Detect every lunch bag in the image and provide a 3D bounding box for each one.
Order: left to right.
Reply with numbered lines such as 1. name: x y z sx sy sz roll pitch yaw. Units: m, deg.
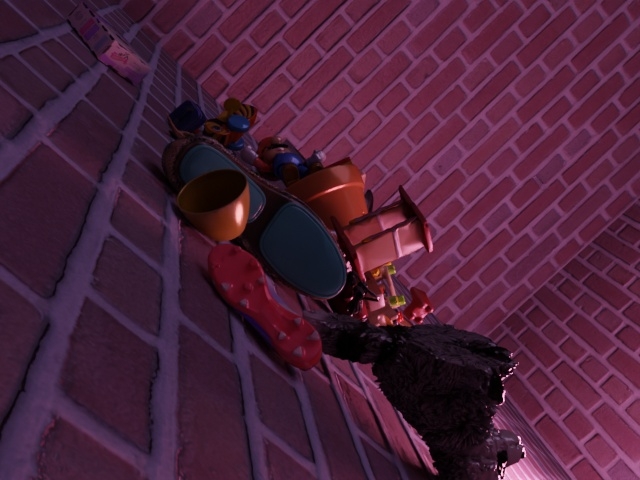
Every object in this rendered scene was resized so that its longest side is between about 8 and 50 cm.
1. lunch bag: -0.365 -0.337 1.926 0.067 0.098 0.065 52 10 9

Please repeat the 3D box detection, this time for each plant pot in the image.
1. plant pot: -0.186 -0.055 1.296 0.134 0.134 0.095 54 -15 50
2. plant pot: 0.017 -0.060 2.021 0.203 0.291 0.291 66 11 12

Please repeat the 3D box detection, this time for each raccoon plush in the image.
1. raccoon plush: 0.160 0.308 1.299 0.446 0.299 0.216 15 14 18

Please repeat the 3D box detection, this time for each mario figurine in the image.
1. mario figurine: -0.115 -0.258 2.155 0.198 0.170 0.320 35 0 -33

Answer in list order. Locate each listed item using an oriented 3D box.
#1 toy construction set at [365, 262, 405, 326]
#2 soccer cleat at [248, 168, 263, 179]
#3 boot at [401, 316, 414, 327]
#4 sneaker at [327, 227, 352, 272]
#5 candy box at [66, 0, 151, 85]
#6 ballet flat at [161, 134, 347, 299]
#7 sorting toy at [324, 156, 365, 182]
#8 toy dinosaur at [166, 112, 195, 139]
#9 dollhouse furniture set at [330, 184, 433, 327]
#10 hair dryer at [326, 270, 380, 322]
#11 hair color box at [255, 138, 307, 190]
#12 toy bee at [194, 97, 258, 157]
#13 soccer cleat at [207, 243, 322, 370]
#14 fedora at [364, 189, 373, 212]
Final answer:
1. toy construction set: 0.156 0.149 2.014 0.327 0.151 0.215 3 72 -66
2. soccer cleat: -0.183 -0.152 2.188 0.179 0.060 0.072 44 -19 21
3. boot: 0.302 0.313 2.229 0.248 0.090 0.207 42 9 -2
4. sneaker: 0.000 -0.001 1.832 0.314 0.116 0.136 8 21 -41
5. candy box: -0.576 -0.535 1.915 0.196 0.070 0.165 49 7 27
6. ballet flat: -0.137 -0.055 1.486 0.483 0.164 0.182 40 -7 -27
7. sorting toy: 0.008 -0.163 2.275 0.257 0.255 0.089 84 -19 -79
8. toy dinosaur: -0.359 -0.270 1.839 0.092 0.053 0.183 32 -3 8
9. dollhouse furniture set: 0.177 0.074 1.786 0.152 0.201 0.374 -118 -173 -47
10. hair dryer: 0.074 0.120 1.652 0.293 0.080 0.223 36 -37 51
11. hair color box: -0.099 -0.215 2.549 0.105 0.174 0.347 42 8 -37
12. toy bee: -0.303 -0.355 2.186 0.162 0.195 0.298 21 20 -4
13. soccer cleat: -0.092 0.107 1.105 0.248 0.083 0.095 43 -24 19
14. fedora: 0.090 -0.039 2.525 0.152 0.334 0.334 14 3 7
